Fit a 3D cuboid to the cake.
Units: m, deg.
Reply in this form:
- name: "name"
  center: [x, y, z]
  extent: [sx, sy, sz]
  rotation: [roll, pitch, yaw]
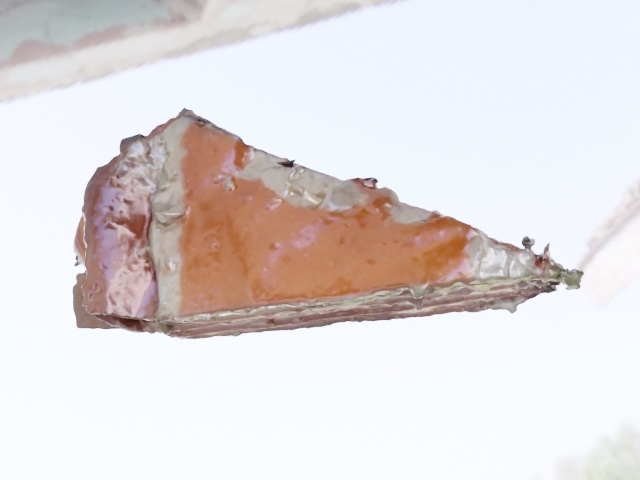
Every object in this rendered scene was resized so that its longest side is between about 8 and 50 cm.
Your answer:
- name: "cake"
  center: [0.000, -0.003, 0.672]
  extent: [0.287, 0.135, 0.098]
  rotation: [4, -26, 5]
